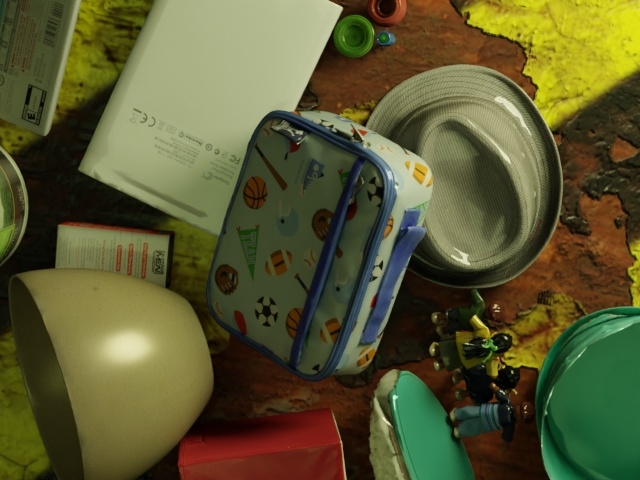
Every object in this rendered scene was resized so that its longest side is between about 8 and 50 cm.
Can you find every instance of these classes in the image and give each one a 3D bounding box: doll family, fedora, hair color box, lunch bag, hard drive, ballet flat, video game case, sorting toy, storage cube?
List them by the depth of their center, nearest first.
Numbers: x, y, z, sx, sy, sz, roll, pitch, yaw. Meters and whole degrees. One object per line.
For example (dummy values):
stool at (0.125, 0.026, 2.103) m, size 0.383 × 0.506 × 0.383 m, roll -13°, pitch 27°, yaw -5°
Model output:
lunch bag at (0.000, 0.000, 1.822) m, size 0.243 × 0.115 × 0.303 m, roll 31°, pitch 112°, yaw 37°
fedora at (0.168, -0.070, 1.851) m, size 0.244 × 0.124 × 0.275 m, roll -12°, pitch 96°, yaw 5°
video game case at (-0.397, -0.246, 1.870) m, size 0.193 × 0.023 × 0.212 m, roll 22°, pitch 129°, yaw 1°
storage cube at (-0.064, 0.318, 1.879) m, size 0.193 × 0.215 × 0.183 m, roll -7°, pitch 96°, yaw -2°
sorting toy at (0.067, -0.259, 1.880) m, size 0.102 × 0.042 × 0.061 m, roll -42°, pitch 80°, yaw 15°
doll family at (0.200, 0.158, 1.884) m, size 0.111 × 0.076 × 0.193 m, roll -14°, pitch 100°, yaw 32°
hard drive at (-0.135, -0.185, 1.900) m, size 0.210 × 0.040 × 0.318 m, roll 26°, pitch 98°, yaw 0°
ballet flat at (0.144, 0.359, 1.911) m, size 0.147 × 0.147 × 0.409 m, roll -29°, pitch 94°, yaw 7°
hair color box at (-0.256, 0.018, 1.933) m, size 0.141 × 0.043 × 0.072 m, roll 6°, pitch 98°, yaw 4°

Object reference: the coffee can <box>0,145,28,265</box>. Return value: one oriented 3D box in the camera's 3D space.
coffee can at (-0.475, -0.029, 1.826) m, size 0.201 × 0.275 × 0.201 m, roll 1°, pitch 98°, yaw 4°

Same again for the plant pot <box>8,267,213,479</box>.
plant pot at (-0.239, 0.153, 1.859) m, size 0.191 × 0.284 × 0.284 m, roll -16°, pitch 97°, yaw -21°

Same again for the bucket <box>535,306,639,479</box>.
bucket at (0.387, 0.210, 1.843) m, size 0.281 × 0.183 × 0.281 m, roll 0°, pitch 97°, yaw 4°
